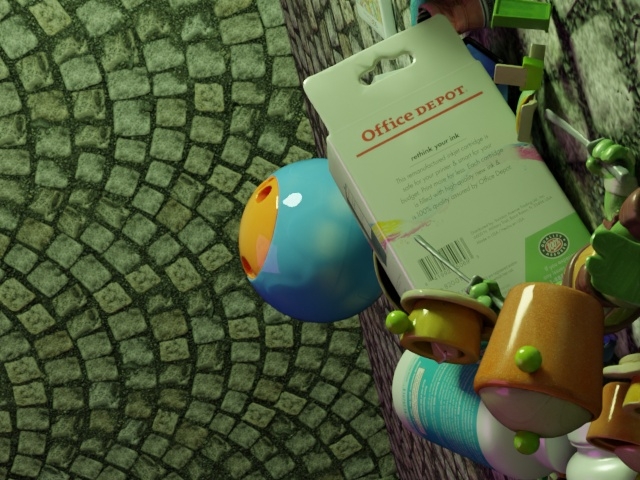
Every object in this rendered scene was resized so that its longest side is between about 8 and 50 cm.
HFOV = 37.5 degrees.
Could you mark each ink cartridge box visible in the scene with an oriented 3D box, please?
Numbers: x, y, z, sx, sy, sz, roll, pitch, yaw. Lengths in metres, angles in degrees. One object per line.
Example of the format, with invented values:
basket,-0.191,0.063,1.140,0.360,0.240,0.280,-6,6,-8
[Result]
ink cartridge box,0.143,-0.063,1.103,0.354,0.207,0.119,62,174,14

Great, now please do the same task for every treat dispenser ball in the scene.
treat dispenser ball,0.000,0.000,1.650,0.288,0.288,0.288,163,90,-85

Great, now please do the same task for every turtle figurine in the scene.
turtle figurine,0.217,-0.008,0.851,0.266,0.197,0.275,118,133,-76

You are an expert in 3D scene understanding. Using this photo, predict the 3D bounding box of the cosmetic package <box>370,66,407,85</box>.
cosmetic package,0.157,-0.131,1.707,0.377,0.097,0.285,126,129,-84

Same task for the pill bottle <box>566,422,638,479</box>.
pill bottle,0.328,0.277,0.979,0.121,0.121,0.216,159,94,-85

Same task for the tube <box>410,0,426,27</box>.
tube,0.162,-0.279,1.433,0.080,0.052,0.207,-174,73,-80

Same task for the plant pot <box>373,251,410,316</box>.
plant pot,0.198,0.021,1.292,0.230,0.215,0.216,16,-124,-77

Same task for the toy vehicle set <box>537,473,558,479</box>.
toy vehicle set,0.344,0.304,1.375,0.166,0.035,0.267,-127,21,-76

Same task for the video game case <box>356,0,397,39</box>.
video game case,0.082,-0.494,1.711,0.206,0.026,0.227,-116,11,-61

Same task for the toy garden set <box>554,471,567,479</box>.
toy garden set,0.289,0.238,1.250,0.244,0.049,0.204,33,143,53

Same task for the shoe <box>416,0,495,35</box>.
shoe,0.158,-0.292,1.209,0.178,0.081,0.064,-121,15,-71

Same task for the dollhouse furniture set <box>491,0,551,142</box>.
dollhouse furniture set,0.208,-0.181,1.011,0.152,0.058,0.076,86,-163,-47

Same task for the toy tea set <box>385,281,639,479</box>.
toy tea set,0.215,0.146,0.799,0.200,0.336,0.124,-16,53,57

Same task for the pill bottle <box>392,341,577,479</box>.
pill bottle,0.213,0.200,1.141,0.264,0.146,0.146,10,119,60

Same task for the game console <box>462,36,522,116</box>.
game console,0.197,-0.186,1.156,0.122,0.071,0.107,-156,68,-84
